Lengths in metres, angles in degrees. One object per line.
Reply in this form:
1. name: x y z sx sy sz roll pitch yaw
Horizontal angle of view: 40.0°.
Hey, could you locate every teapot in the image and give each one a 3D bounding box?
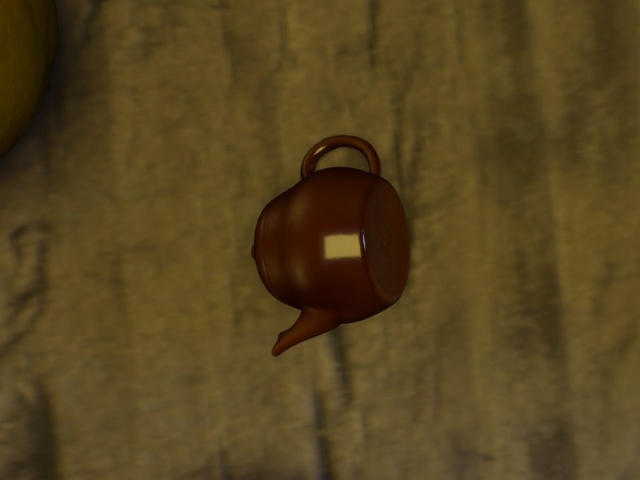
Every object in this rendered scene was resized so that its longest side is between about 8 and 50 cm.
1. teapot: 0.000 0.000 0.627 0.116 0.116 0.173 7 66 2

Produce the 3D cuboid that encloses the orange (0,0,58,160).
1. orange: -0.310 -0.135 0.557 0.279 0.235 0.279 7 51 -8
